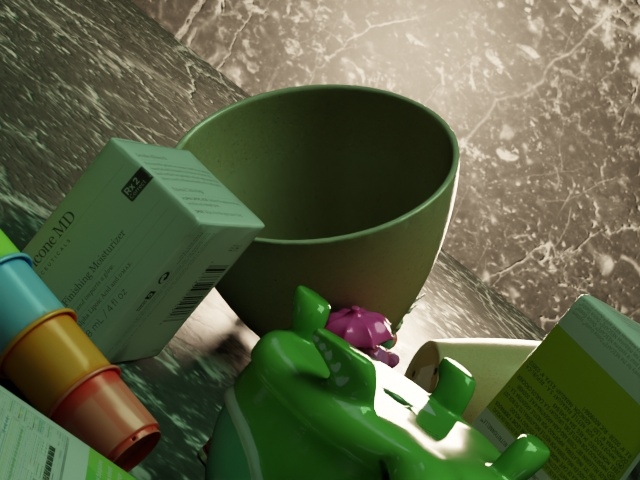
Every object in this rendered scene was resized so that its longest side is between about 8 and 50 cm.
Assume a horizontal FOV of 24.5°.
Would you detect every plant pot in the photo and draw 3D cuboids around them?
[{"bbox_3d":[0.245,0.229,1.881,0.274,0.256,0.256,20,17,-16],"label":"plant pot"}]

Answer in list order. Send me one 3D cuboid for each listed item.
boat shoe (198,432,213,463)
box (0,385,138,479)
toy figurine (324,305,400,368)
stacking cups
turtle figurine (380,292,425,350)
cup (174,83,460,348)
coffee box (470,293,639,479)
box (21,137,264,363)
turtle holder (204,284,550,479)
[{"bbox_3d":[-0.059,0.204,1.391,0.137,0.043,0.049,29,14,-50],"label":"boat shoe"},{"bbox_3d":[-0.243,0.152,0.948,0.322,0.058,0.232,36,12,-14],"label":"box"},{"bbox_3d":[0.025,0.149,1.585,0.173,0.159,0.130,34,13,-31],"label":"toy figurine"},{"bbox_3d":[-0.246,0.056,1.200,0.316,0.096,0.096,43,11,16],"label":"stacking cups"},{"bbox_3d":[0.038,0.103,1.921,0.234,0.118,0.175,9,10,-38],"label":"turtle figurine"},{"bbox_3d":[0.000,0.000,1.717,0.331,0.331,0.237,-126,-156,-50],"label":"cup"},{"bbox_3d":[0.347,0.318,1.536,0.337,0.334,0.338,27,15,-47],"label":"coffee box"},{"bbox_3d":[-0.174,0.012,1.393,0.119,0.181,0.182,42,12,14],"label":"box"},{"bbox_3d":[0.037,0.207,1.141,0.243,0.227,0.320,25,10,-44],"label":"turtle holder"}]
